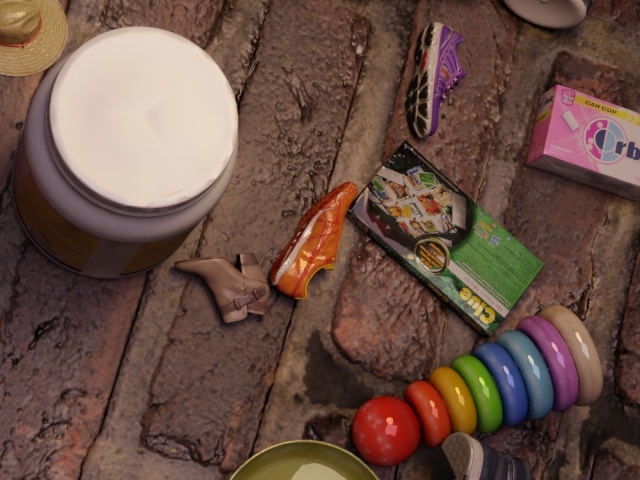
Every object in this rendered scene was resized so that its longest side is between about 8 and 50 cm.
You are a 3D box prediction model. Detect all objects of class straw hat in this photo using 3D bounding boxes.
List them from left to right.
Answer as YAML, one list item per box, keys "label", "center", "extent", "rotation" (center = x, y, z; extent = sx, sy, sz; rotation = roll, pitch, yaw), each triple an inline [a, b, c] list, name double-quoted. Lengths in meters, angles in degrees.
- label: "straw hat"
  center: [-0.390, -0.280, 1.768]
  extent: [0.145, 0.061, 0.144]
  rotation: [4, 76, -15]

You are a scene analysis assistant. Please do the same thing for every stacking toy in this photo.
- label: "stacking toy"
  center: [0.192, 0.199, 1.807]
  extent: [0.330, 0.141, 0.141]
  rotation: [-19, 84, -13]

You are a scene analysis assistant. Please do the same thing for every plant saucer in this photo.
- label: "plant saucer"
  center: [-0.023, 0.371, 1.742]
  extent: [0.241, 0.037, 0.241]
  rotation: [4, 78, -16]

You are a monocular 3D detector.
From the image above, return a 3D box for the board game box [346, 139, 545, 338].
- label: "board game box"
  center: [0.169, -0.002, 1.887]
  extent: [0.260, 0.030, 0.136]
  rotation: [42, 68, -3]

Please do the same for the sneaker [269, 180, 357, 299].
- label: "sneaker"
  center: [0.000, 0.000, 1.826]
  extent: [0.067, 0.064, 0.175]
  rotation: [36, 80, -15]

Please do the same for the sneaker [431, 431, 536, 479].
- label: "sneaker"
  center: [0.194, 0.370, 1.767]
  extent: [0.163, 0.086, 0.226]
  rotation: [25, 88, -40]

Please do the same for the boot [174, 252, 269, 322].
- label: "boot"
  center: [-0.124, 0.063, 1.782]
  extent: [0.118, 0.042, 0.087]
  rotation: [-6, 87, -11]

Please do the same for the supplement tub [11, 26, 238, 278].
- label: "supplement tub"
  center: [-0.231, -0.098, 1.629]
  extent: [0.241, 0.331, 0.241]
  rotation: [4, 77, -16]

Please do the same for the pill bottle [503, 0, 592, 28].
- label: "pill bottle"
  center: [0.354, -0.436, 1.987]
  extent: [0.130, 0.130, 0.245]
  rotation: [26, 71, -10]

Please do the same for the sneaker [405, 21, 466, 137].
- label: "sneaker"
  center: [0.166, -0.220, 1.918]
  extent: [0.071, 0.068, 0.169]
  rotation: [18, 73, -18]

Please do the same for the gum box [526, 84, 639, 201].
- label: "gum box"
  center: [0.396, -0.134, 1.966]
  extent: [0.188, 0.062, 0.107]
  rotation: [18, 74, -12]
